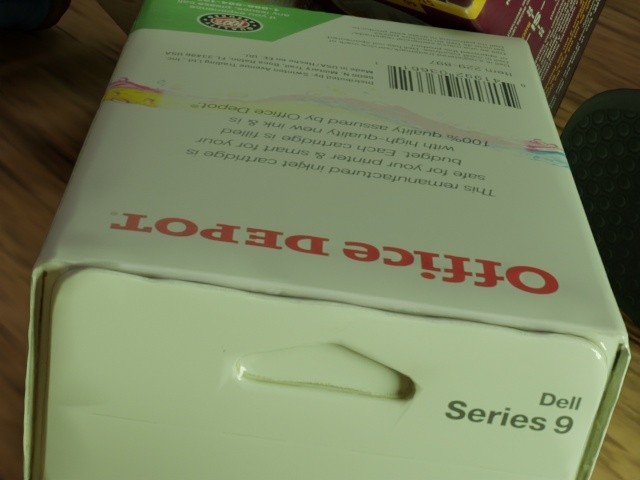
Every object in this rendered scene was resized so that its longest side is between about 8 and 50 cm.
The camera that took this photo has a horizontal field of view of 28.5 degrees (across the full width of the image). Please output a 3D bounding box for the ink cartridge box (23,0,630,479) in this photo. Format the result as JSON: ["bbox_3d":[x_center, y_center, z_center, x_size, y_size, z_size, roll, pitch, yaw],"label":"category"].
[{"bbox_3d":[0.000,0.000,0.420,0.154,0.093,0.212,8,28,-4],"label":"ink cartridge box"}]

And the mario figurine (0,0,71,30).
[{"bbox_3d":[-0.218,-0.139,0.501,0.170,0.198,0.320,36,33,17],"label":"mario figurine"}]

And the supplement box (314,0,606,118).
[{"bbox_3d":[0.059,-0.125,0.580,0.104,0.081,0.188,23,0,22],"label":"supplement box"}]

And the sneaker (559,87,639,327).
[{"bbox_3d":[0.226,0.017,0.467,0.270,0.090,0.145,34,36,29],"label":"sneaker"}]

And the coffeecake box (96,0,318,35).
[{"bbox_3d":[-0.046,-0.161,0.545,0.068,0.142,0.185,24,-9,20],"label":"coffeecake box"}]
